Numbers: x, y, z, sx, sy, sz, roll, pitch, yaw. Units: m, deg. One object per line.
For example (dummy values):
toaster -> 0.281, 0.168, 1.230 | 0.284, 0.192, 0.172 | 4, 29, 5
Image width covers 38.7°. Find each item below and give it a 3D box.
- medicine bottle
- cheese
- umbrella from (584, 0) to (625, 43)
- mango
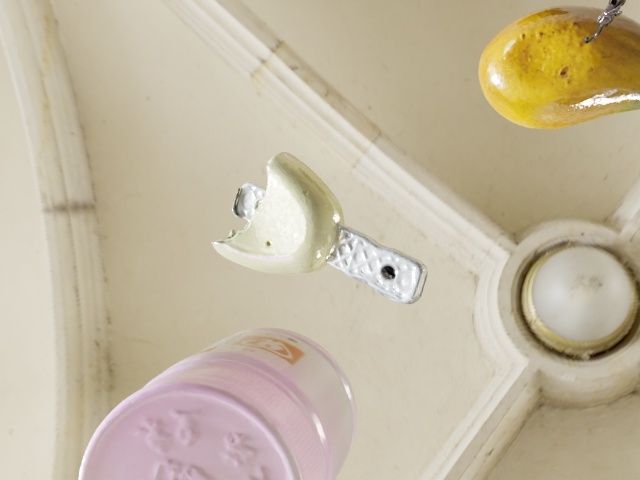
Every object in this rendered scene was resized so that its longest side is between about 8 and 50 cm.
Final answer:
medicine bottle -> -0.081, 0.201, 0.880 | 0.202, 0.316, 0.202 | 0, -88, 9
cheese -> 0.001, 0.000, 0.883 | 0.235, 0.049, 0.127 | 29, -74, 31
umbrella -> 0.225, -0.182, 0.697 | 0.022, 0.122, 0.013 | -35, -101, -9
mango -> 0.225, -0.159, 0.819 | 0.165, 0.089, 0.115 | -13, -110, 23
